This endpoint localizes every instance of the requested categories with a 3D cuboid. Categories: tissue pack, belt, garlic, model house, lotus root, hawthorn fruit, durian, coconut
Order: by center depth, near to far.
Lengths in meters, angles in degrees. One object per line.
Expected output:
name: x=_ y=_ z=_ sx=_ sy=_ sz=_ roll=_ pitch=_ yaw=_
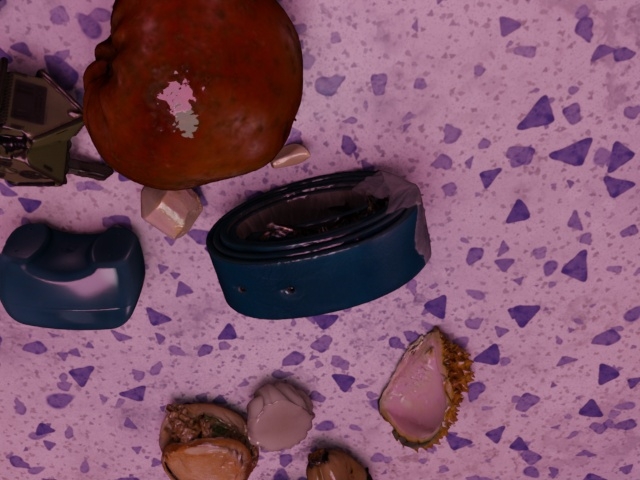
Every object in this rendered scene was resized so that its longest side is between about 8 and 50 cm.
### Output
hawthorn fruit: x=-0.205 y=-0.268 z=1.441 sx=0.403 sy=0.403 sz=0.402 roll=0 pitch=122 yaw=0
model house: x=-0.513 y=-0.198 z=1.585 sx=0.279 sy=0.204 sz=0.218 roll=13 pitch=161 yaw=-28
belt: x=-0.002 y=0.000 z=1.628 sx=0.437 sy=0.300 sz=0.173 roll=-10 pitch=123 yaw=3
garlic: x=-0.062 y=-0.169 z=1.667 sx=0.083 sy=0.053 sz=0.041 roll=-20 pitch=118 yaw=3
coconut: x=-0.314 y=-0.075 z=1.693 sx=0.122 sy=0.116 sz=0.116 roll=38 pitch=115 yaw=-25
tissue pack: x=-0.522 y=0.088 z=1.744 sx=0.287 sy=0.198 sz=0.206 roll=1 pitch=120 yaw=-3
durian: x=0.256 y=0.385 z=1.931 sx=0.185 sy=0.195 sz=0.305 roll=27 pitch=116 yaw=-23
lotus root: x=0.056 y=0.627 z=2.108 sx=0.154 sy=0.140 sz=0.257 roll=-30 pitch=111 yaw=5

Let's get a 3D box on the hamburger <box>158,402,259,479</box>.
hamburger: x=-0.286 y=0.515 z=2.042 sx=0.243 sy=0.146 sz=0.286 roll=-36 pitch=121 yaw=27

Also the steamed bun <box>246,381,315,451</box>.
steamed bun: x=-0.102 y=0.423 z=2.001 sx=0.183 sy=0.106 sz=0.182 roll=-7 pitch=119 yaw=-13
